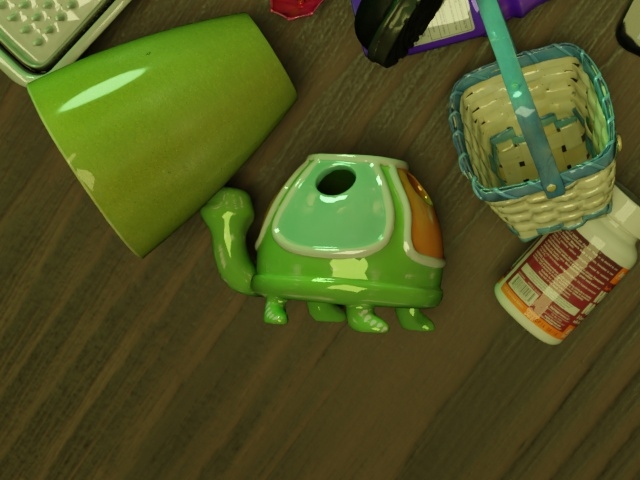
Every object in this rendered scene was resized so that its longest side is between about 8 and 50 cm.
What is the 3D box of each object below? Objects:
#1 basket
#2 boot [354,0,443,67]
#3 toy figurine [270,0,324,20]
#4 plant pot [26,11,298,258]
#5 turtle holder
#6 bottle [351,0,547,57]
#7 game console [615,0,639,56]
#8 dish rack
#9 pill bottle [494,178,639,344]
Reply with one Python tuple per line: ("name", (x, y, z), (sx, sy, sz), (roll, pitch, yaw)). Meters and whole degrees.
("basket", (0.259, -0.161, 1.544), (0.201, 0.254, 0.289), (-21, 141, 16))
("boot", (0.054, -0.402, 1.541), (0.260, 0.131, 0.348), (23, 74, 10))
("toy figurine", (-0.053, -0.361, 1.621), (0.130, 0.173, 0.159), (-44, 109, -2))
("plant pot", (-0.189, -0.170, 1.644), (0.293, 0.275, 0.274), (-33, 98, -2))
("turtle holder", (0.018, 0.001, 1.675), (0.320, 0.243, 0.227), (4, 90, 47))
("bottle", (0.185, -0.320, 1.619), (0.283, 0.092, 0.118), (-14, 95, 11))
("game console", (0.559, -0.297, 1.540), (0.293, 0.250, 0.173), (25, 79, 1))
("dish rack", (-0.375, -0.406, 1.687), (0.285, 0.072, 0.333), (45, 105, -5))
("pill bottle", (0.348, 0.025, 1.669), (0.121, 0.121, 0.221), (39, 106, -3))
